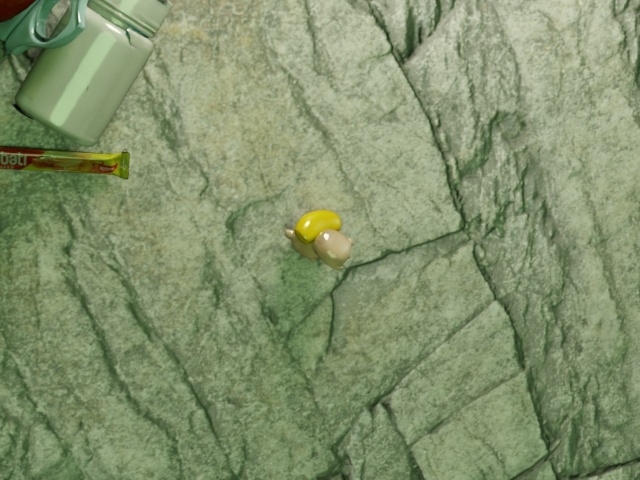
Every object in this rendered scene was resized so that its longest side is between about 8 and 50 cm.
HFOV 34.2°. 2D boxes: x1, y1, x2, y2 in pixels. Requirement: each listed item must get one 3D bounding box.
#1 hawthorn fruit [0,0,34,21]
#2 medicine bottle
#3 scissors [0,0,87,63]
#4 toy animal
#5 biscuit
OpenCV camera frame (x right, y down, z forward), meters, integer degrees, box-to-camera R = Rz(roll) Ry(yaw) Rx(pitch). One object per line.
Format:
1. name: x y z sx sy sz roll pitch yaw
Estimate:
1. hawthorn fruit: -0.457 -0.464 1.425 0.330 0.287 0.287 -37 111 2
2. medicine bottle: -0.342 -0.283 1.580 0.143 0.143 0.258 30 97 -20
3. scissors: -0.486 -0.284 1.563 0.360 0.191 0.029 -42 151 13
4. toy animal: 0.000 0.000 1.792 0.114 0.082 0.091 37 49 -6
5. biscuit: -0.452 -0.129 1.656 0.292 0.026 0.048 2 124 -15
